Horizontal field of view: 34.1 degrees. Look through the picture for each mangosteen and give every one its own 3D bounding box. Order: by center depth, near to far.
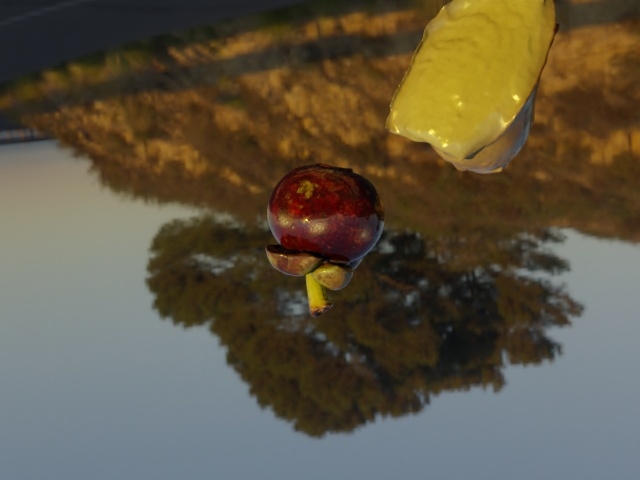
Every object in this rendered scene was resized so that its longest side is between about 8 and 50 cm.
[{"bbox_3d":[-0.003,-0.009,1.304,0.156,0.181,0.146,6,-156,-27],"label":"mangosteen"}]

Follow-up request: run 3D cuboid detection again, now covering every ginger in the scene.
[{"bbox_3d":[0.165,-0.153,0.977,0.115,0.193,0.122,31,-178,32],"label":"ginger"}]
